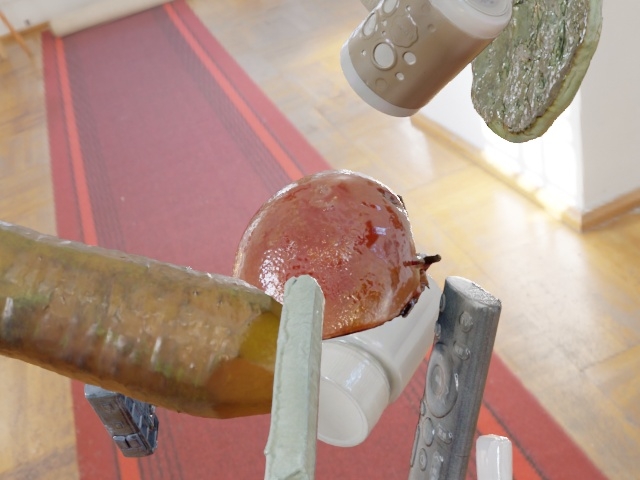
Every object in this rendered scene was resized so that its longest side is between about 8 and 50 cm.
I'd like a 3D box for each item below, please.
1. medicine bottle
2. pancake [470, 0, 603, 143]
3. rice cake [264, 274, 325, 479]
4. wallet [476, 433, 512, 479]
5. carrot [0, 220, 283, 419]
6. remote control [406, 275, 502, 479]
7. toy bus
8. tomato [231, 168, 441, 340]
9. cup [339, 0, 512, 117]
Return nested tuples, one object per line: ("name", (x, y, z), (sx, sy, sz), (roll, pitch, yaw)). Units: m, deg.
("medicine bottle", (0.096, 0.221, 1.609), (0.211, 0.211, 0.371), (7, 37, 32))
("pancake", (0.225, -0.222, 0.852), (0.037, 0.253, 0.253), (1, 30, -15))
("rice cake", (-0.015, 0.093, 0.520), (0.029, 0.033, 0.170), (-8, 45, 13))
("wallet", (0.248, 0.373, 1.123), (0.033, 0.189, 0.095), (1, -8, -6))
("carrot", (-0.165, 0.058, 0.601), (0.302, 0.114, 0.114), (15, 36, -5))
("remote control", (0.133, 0.233, 0.881), (0.044, 0.377, 0.107), (3, 15, -20))
("toy bus", (-0.233, 0.199, 0.938), (0.047, 0.165, 0.065), (-7, 49, 2))
("tomato", (0.003, -0.005, 1.101), (0.309, 0.170, 0.309), (-5, 25, 3))
("cup", (0.070, -0.149, 0.526), (0.099, 0.074, 0.102), (-40, 38, 46))
